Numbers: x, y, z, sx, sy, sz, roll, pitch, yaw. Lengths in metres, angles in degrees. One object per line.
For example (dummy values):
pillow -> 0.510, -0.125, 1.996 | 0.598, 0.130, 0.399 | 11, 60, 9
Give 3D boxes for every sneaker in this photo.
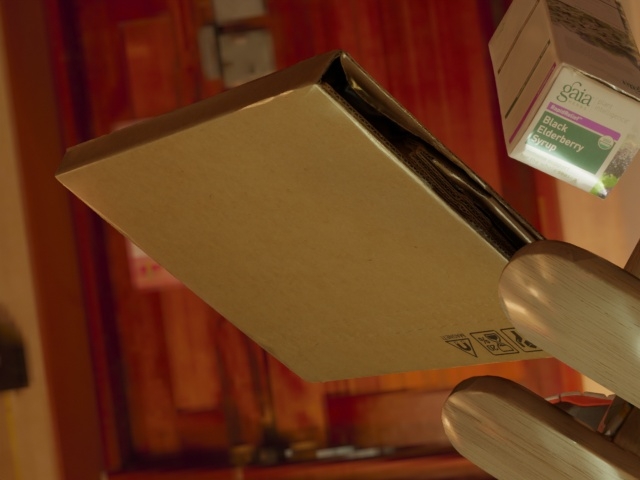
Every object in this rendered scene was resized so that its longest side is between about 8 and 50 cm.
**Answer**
sneaker -> 0.230, 0.161, 1.378 | 0.158, 0.065, 0.061 | -13, 148, 31

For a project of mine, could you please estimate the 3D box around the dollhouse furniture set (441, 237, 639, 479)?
dollhouse furniture set -> 0.118, -0.057, 0.545 | 0.212, 0.161, 0.242 | -50, 166, -37

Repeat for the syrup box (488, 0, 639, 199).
syrup box -> 0.211, -0.140, 1.427 | 0.093, 0.096, 0.237 | 23, -152, -11

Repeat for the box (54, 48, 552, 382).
box -> 0.000, 0.000, 0.688 | 0.164, 0.021, 0.201 | 41, 152, -24
